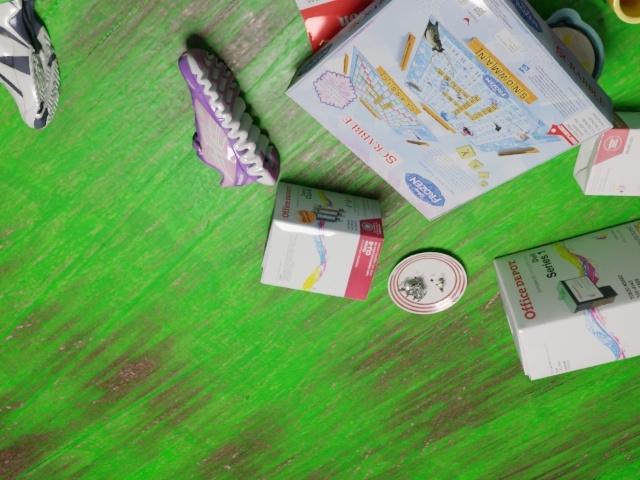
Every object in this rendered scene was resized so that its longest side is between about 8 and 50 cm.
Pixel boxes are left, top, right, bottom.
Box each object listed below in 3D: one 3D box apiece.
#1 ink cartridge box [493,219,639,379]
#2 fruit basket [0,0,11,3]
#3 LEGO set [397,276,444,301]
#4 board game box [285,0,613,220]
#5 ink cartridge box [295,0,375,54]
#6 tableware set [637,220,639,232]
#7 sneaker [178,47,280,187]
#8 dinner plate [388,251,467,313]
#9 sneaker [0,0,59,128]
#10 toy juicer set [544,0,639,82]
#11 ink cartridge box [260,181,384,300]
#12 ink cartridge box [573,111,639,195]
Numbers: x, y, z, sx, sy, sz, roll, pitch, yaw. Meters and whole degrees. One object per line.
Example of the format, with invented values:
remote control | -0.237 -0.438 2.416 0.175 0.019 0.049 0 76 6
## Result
ink cartridge box | 0.447 0.092 1.069 0.278 0.201 0.117 -16 121 12
fruit basket | -0.466 -0.470 0.707 0.392 0.391 0.283 24 155 -14
LEGO set | 0.180 0.089 1.158 0.083 0.023 0.054 -23 121 15
board game box | 0.170 -0.200 0.900 0.319 0.065 0.318 39 137 -22
ink cartridge box | 0.048 -0.352 0.871 0.181 0.056 0.224 -13 121 10
tableware set | 0.533 -0.070 0.987 0.104 0.024 0.154 10 127 -6
sneaker | -0.156 -0.169 0.976 0.105 0.095 0.236 -16 123 21
dinner plate | 0.192 0.075 1.174 0.141 0.017 0.141 1 123 1
sneaker | -0.468 -0.270 0.909 0.153 0.094 0.234 -1 124 3
toy juicer set | 0.291 -0.259 0.899 0.209 0.089 0.329 26 118 -15
ink cartridge box | 0.000 0.000 1.059 0.176 0.128 0.127 10 123 -6
ink cartridge box | 0.508 -0.132 0.999 0.198 0.067 0.115 0 125 0
